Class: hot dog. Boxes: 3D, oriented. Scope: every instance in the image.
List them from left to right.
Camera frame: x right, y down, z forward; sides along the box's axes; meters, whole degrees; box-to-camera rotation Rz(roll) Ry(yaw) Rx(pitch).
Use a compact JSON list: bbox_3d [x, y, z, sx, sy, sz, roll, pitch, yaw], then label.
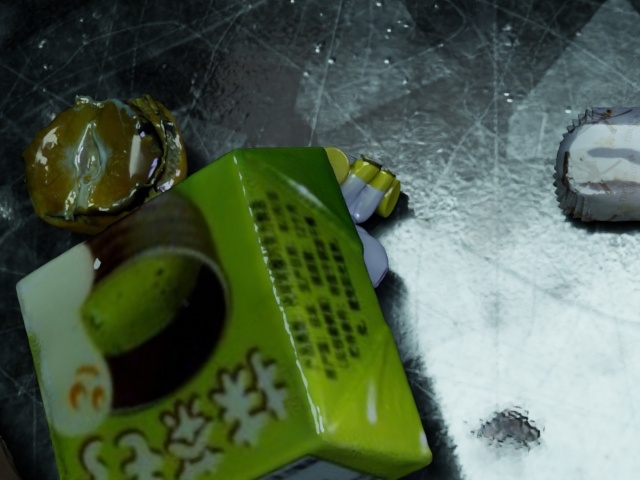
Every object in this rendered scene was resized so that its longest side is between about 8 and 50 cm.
[{"bbox_3d":[0.297,-0.065,1.085,0.191,0.059,0.108,3,86,12],"label":"hot dog"}]

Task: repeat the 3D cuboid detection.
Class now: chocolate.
[{"bbox_3d":[-0.097,0.101,1.048,0.301,0.137,0.289,-30,66,27],"label":"chocolate"}]

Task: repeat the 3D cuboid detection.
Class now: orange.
[{"bbox_3d":[-0.194,-0.066,1.189,0.160,0.112,0.170,-38,43,12],"label":"orange"}]

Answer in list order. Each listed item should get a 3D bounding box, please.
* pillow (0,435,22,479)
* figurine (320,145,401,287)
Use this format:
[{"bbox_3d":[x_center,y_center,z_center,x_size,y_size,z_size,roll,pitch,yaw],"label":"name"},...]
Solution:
[{"bbox_3d":[-0.358,0.321,1.091,0.305,0.108,0.308,-42,55,0],"label":"pillow"},{"bbox_3d":[0.006,0.002,1.132,0.129,0.109,0.178,-9,70,37],"label":"figurine"}]
